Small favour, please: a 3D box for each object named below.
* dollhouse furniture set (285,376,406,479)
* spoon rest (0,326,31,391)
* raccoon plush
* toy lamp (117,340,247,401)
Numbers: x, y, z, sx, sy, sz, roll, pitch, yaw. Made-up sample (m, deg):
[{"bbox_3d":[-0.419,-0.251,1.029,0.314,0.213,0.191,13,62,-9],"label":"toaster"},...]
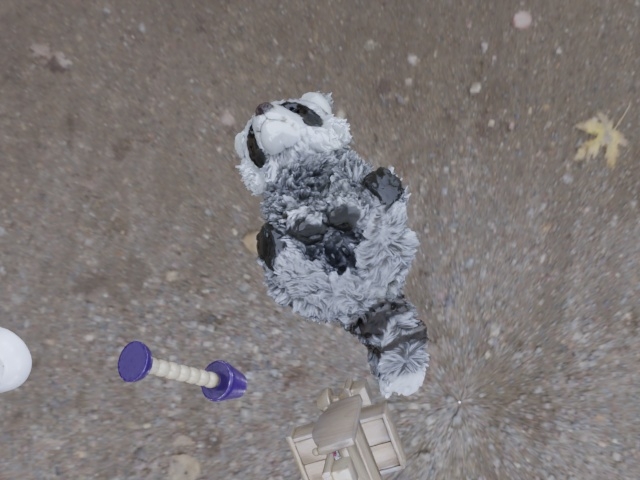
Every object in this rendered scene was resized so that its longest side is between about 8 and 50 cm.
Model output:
[{"bbox_3d":[0.028,0.399,1.430,0.174,0.355,0.303,-18,103,13],"label":"dollhouse furniture set"},{"bbox_3d":[-0.688,0.280,1.903,0.276,0.084,0.137,-42,98,11],"label":"spoon rest"},{"bbox_3d":[0.000,0.000,1.395,0.216,0.446,0.299,-15,37,-7],"label":"raccoon plush"},{"bbox_3d":[-0.233,0.236,1.697,0.080,0.275,0.080,-13,66,32],"label":"toy lamp"}]
